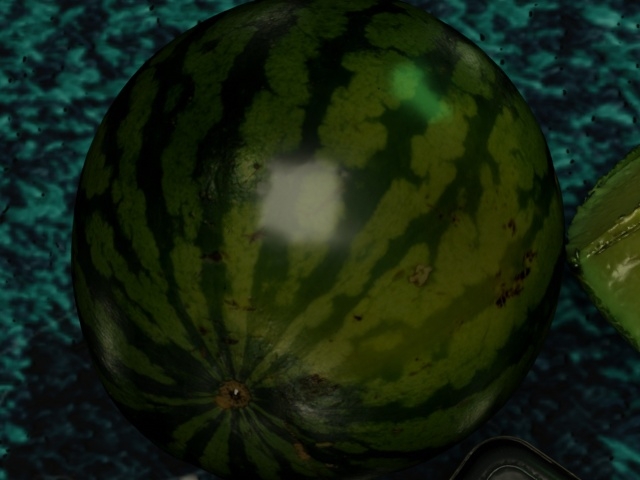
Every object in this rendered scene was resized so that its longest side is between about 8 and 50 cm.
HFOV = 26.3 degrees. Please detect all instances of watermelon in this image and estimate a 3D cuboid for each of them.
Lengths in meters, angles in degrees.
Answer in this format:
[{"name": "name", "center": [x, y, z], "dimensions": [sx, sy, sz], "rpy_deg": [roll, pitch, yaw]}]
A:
[{"name": "watermelon", "center": [0.000, 0.000, 0.796], "dimensions": [0.285, 0.285, 0.285], "rpy_deg": [-1, 83, 6]}]

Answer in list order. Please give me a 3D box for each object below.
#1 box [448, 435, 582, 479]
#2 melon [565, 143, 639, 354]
[{"name": "box", "center": [0.111, 0.233, 0.851], "dimensions": [0.144, 0.090, 0.201], "rpy_deg": [36, 87, 8]}, {"name": "melon", "center": [0.284, -0.002, 0.855], "dimensions": [0.265, 0.129, 0.169], "rpy_deg": [-31, 103, -2]}]
